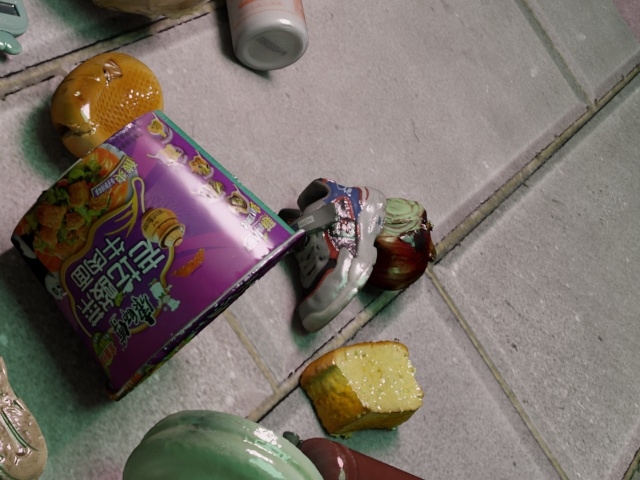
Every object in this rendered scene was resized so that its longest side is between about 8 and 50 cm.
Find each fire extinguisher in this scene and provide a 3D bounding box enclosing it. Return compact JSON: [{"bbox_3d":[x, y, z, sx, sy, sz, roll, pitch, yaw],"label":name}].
[{"bbox_3d":[0.031,0.300,1.582,0.337,0.106,0.147,27,68,-38],"label":"fire extinguisher"}]

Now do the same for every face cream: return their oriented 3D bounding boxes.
[{"bbox_3d":[-0.081,-0.352,1.976,0.101,0.101,0.252,24,45,-42],"label":"face cream"}]

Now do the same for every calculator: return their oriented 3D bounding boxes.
[{"bbox_3d":[-0.360,-0.263,1.592,0.095,0.021,0.153,3,60,-53],"label":"calculator"}]

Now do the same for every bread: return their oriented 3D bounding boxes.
[{"bbox_3d":[0.058,0.172,1.756,0.187,0.065,0.103,5,53,-54],"label":"bread"},{"bbox_3d":[-0.236,-0.141,1.608,0.189,0.077,0.114,-42,119,-59],"label":"bread"}]

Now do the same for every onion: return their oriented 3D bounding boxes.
[{"bbox_3d":[0.095,0.010,1.898,0.118,0.118,0.117,50,35,-13],"label":"onion"}]

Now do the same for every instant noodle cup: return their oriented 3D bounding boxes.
[{"bbox_3d":[-0.167,0.005,1.441,0.190,0.251,0.251,48,32,1],"label":"instant noodle cup"}]

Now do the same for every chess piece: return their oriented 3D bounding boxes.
[{"bbox_3d":[-0.123,0.313,1.289,0.194,0.194,0.299,45,43,-19],"label":"chess piece"}]

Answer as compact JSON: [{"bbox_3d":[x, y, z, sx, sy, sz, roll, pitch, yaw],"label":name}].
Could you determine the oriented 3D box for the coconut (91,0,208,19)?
[{"bbox_3d":[-0.194,-0.370,1.736,0.227,0.230,0.227,37,8,-6],"label":"coconut"}]

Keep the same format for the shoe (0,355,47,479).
[{"bbox_3d":[-0.312,0.144,1.250,0.180,0.092,0.089,55,27,2],"label":"shoe"}]

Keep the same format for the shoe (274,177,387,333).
[{"bbox_3d":[0.000,0.000,1.787,0.125,0.099,0.227,34,46,-16],"label":"shoe"}]
